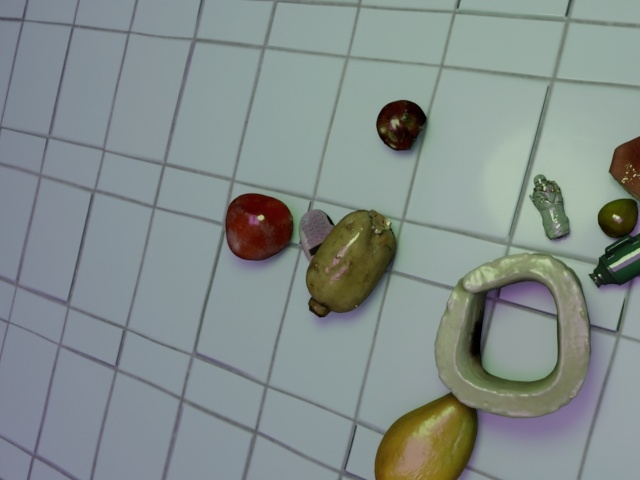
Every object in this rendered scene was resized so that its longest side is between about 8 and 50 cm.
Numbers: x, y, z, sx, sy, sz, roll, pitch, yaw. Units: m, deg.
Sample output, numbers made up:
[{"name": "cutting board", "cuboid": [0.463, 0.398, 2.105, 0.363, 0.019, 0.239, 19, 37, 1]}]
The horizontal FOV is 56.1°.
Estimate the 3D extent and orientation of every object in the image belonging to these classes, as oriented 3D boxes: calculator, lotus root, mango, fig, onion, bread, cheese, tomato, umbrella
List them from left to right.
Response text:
[{"name": "tomato", "cuboid": [-0.159, -0.031, 1.517, 0.187, 0.151, 0.186, 0, 90, 22]}, {"name": "calculator", "cuboid": [0.000, 0.000, 1.507, 0.103, 0.024, 0.165, -27, 73, 21]}, {"name": "lotus root", "cuboid": [0.064, 0.059, 1.400, 0.160, 0.146, 0.284, 37, 102, 10]}, {"name": "onion", "cuboid": [0.183, -0.269, 1.388, 0.119, 0.118, 0.117, 24, 74, 25]}, {"name": "mango", "cuboid": [0.230, 0.461, 1.319, 0.176, 0.119, 0.316, 43, 96, 24]}, {"name": "cheese", "cuboid": [0.396, 0.184, 1.230, 0.293, 0.153, 0.331, 5, 87, 25]}, {"name": "umbrella", "cuboid": [0.483, -0.072, 1.264, 0.067, 0.062, 0.143, -32, 72, 52]}, {"name": "fig", "cuboid": [0.598, -0.049, 1.198, 0.074, 0.074, 0.088, 38, 83, 23]}, {"name": "bread", "cuboid": [0.637, -0.145, 1.175, 0.119, 0.067, 0.192, 15, 83, 42]}]

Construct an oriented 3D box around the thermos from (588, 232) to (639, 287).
[{"name": "thermos", "cuboid": [0.618, 0.030, 1.175, 0.188, 0.083, 0.073, -37, 62, 20]}]
